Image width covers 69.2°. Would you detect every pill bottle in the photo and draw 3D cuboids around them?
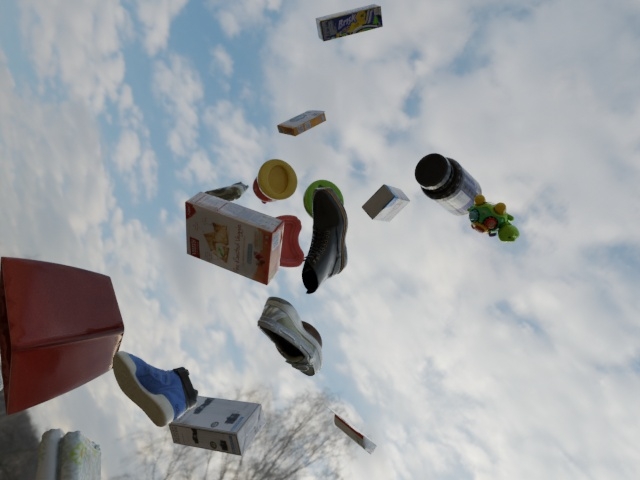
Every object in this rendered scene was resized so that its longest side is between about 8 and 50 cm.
[{"bbox_3d":[0.350,-0.155,1.275,0.123,0.219,0.122,-14,-114,35],"label":"pill bottle"}]

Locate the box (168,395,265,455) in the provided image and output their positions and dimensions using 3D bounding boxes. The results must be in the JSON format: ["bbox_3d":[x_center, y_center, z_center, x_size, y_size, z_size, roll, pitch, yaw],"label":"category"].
[{"bbox_3d":[-0.361,0.640,1.621,0.290,0.169,0.087,-2,-73,25],"label":"box"}]

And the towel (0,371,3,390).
[{"bbox_3d":[-0.915,0.246,1.109,0.056,0.312,0.324,-11,-92,5],"label":"towel"}]

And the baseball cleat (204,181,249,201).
[{"bbox_3d":[-0.368,-0.178,1.803,0.206,0.109,0.072,-6,-69,26],"label":"baseball cleat"}]

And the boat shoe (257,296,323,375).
[{"bbox_3d":[-0.087,0.295,1.321,0.118,0.103,0.320,6,-44,31],"label":"boat shoe"}]

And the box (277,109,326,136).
[{"bbox_3d":[-0.048,-0.342,1.342,0.081,0.136,0.028,25,-43,46],"label":"box"}]

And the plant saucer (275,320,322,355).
[{"bbox_3d":[-0.093,0.412,1.845,0.199,0.036,0.198,3,-72,8],"label":"plant saucer"}]

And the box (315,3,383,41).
[{"bbox_3d":[0.077,-0.581,1.236,0.059,0.169,0.054,-113,-171,-55],"label":"box"}]

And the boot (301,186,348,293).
[{"bbox_3d":[0.000,0.000,0.959,0.077,0.137,0.197,-3,-70,30],"label":"boot"}]

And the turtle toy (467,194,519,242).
[{"bbox_3d":[0.382,-0.041,1.031,0.130,0.066,0.095,30,-11,34],"label":"turtle toy"}]

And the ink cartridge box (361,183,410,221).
[{"bbox_3d":[0.180,-0.099,1.261,0.088,0.122,0.052,-46,-111,22],"label":"ink cartridge box"}]

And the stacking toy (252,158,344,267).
[{"bbox_3d":[-0.084,-0.061,1.387,0.130,0.280,0.308,-19,-115,60],"label":"stacking toy"}]

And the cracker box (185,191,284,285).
[{"bbox_3d":[-0.209,-0.005,1.109,0.232,0.067,0.155,20,-54,15],"label":"cracker box"}]

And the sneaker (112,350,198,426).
[{"bbox_3d":[-0.261,0.224,0.745,0.152,0.085,0.058,33,-64,26],"label":"sneaker"}]

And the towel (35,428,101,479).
[{"bbox_3d":[-0.510,0.584,0.927,0.320,0.090,0.374,118,-34,-57],"label":"towel"}]

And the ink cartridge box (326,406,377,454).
[{"bbox_3d":[0.098,0.645,1.570,0.145,0.045,0.179,24,-17,44],"label":"ink cartridge box"}]

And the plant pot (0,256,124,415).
[{"bbox_3d":[-0.628,0.213,1.125,0.267,0.236,0.267,56,-47,33],"label":"plant pot"}]
